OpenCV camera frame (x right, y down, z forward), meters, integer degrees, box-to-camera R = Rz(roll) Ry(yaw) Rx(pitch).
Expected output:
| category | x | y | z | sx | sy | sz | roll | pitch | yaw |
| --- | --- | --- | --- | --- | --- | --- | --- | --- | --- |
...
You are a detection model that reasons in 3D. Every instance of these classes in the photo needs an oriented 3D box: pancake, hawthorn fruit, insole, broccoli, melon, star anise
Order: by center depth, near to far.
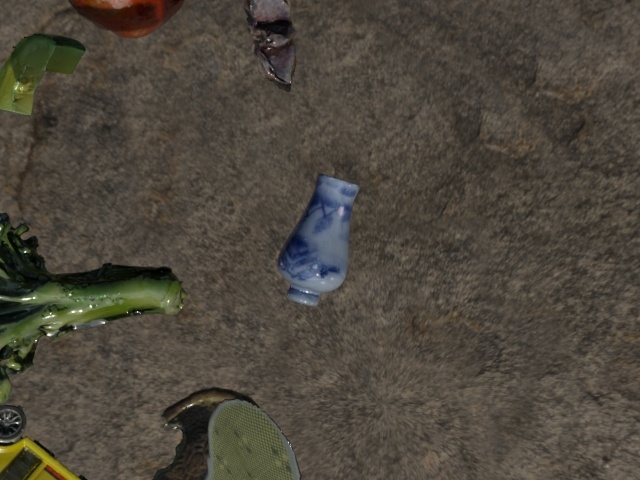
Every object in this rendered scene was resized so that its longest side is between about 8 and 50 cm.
| category | x | y | z | sx | sy | sz | roll | pitch | yaw |
| --- | --- | --- | --- | --- | --- | --- | --- | --- | --- |
| insole | -0.072 | 0.219 | 0.550 | 0.007 | 0.322 | 0.109 | -31 | 70 | -36 |
| broccoli | -0.300 | 0.072 | 0.669 | 0.275 | 0.198 | 0.177 | 8 | 120 | 13 |
| melon | -0.533 | -0.311 | 1.179 | 0.209 | 0.064 | 0.118 | -47 | 68 | 19 |
| pancake | -0.234 | 0.430 | 1.284 | 0.286 | 0.033 | 0.288 | 32 | 61 | 30 |
| hawthorn fruit | -0.382 | -0.575 | 1.300 | 0.254 | 0.254 | 0.300 | 44 | 109 | 14 |
| star anise | -0.125 | -0.520 | 1.558 | 0.117 | 0.332 | 0.332 | -14 | 74 | -10 |

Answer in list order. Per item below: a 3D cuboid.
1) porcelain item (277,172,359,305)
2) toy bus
| category | x | y | z | sx | sy | sz | roll | pitch | yaw |
| --- | --- | --- | --- | --- | --- | --- | --- | --- | --- |
| porcelain item | 0.000 | 0.000 | 1.272 | 0.141 | 0.141 | 0.259 | 18 | 93 | 10 |
| toy bus | -0.436 | 0.402 | 0.974 | 0.330 | 0.144 | 0.152 | 40 | 47 | -5 |
